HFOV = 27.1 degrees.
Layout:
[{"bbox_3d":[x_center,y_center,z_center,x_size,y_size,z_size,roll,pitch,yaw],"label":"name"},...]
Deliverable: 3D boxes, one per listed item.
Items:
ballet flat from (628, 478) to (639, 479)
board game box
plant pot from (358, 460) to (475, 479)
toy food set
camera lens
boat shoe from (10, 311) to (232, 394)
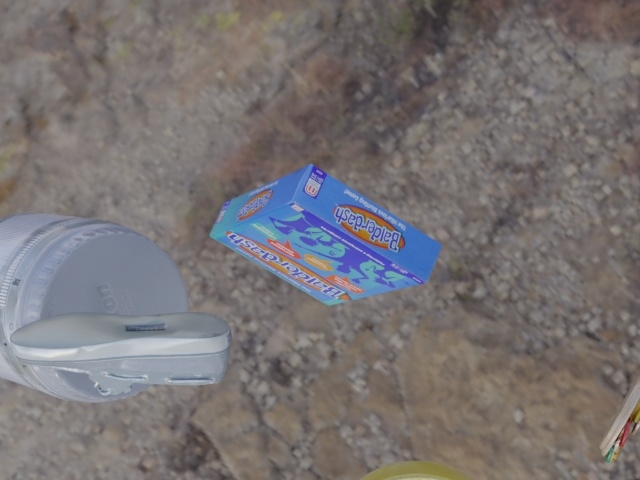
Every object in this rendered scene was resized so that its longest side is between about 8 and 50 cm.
[{"bbox_3d":[0.302,0.351,1.178,0.096,0.095,0.280,-49,35,45],"label":"ballet flat"},{"bbox_3d":[0.000,0.000,1.343,0.210,0.160,0.047,-19,44,63],"label":"board game box"},{"bbox_3d":[0.129,0.408,1.804,0.254,0.254,0.239,-43,3,6],"label":"plant pot"},{"bbox_3d":[0.261,0.150,1.126,0.020,0.082,0.083,30,89,13],"label":"toy food set"},{"bbox_3d":[-0.315,0.079,1.637,0.274,0.219,0.219,5,63,53],"label":"camera lens"},{"bbox_3d":[-0.206,0.125,1.383,0.227,0.081,0.079,-1,24,-5],"label":"boat shoe"}]
